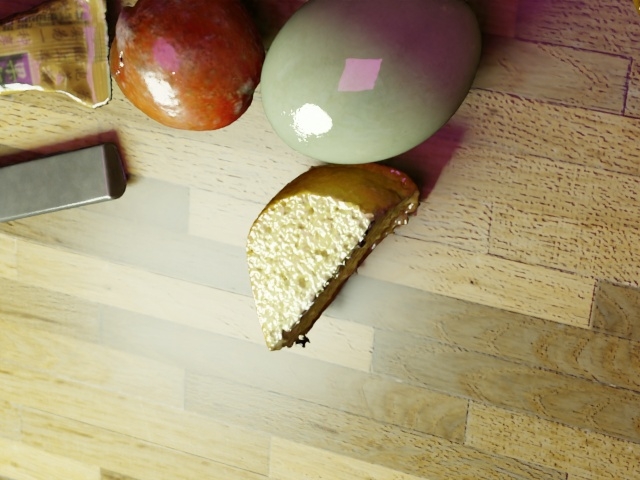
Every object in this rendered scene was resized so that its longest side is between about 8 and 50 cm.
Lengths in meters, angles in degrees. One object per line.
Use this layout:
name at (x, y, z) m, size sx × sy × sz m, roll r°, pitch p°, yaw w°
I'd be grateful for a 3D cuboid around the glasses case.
glasses case at (-0.330, -0.072, 1.809) m, size 0.190 × 0.042 × 0.072 m, roll -10°, pitch 99°, yaw 28°

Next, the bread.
bread at (-0.009, -0.002, 1.643) m, size 0.134 × 0.129 × 0.260 m, roll 42°, pitch 121°, yaw 12°

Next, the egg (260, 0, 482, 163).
egg at (0.051, -0.177, 1.505) m, size 0.253 × 0.186 × 0.186 m, roll -24°, pitch 99°, yaw 33°

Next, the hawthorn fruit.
hawthorn fruit at (-0.142, -0.204, 1.597) m, size 0.173 × 0.173 × 0.173 m, roll 9°, pitch 114°, yaw 21°

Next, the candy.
candy at (-0.364, -0.215, 1.736) m, size 0.271 × 0.101 × 0.143 m, roll -6°, pitch 103°, yaw 20°

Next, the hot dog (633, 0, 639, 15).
hot dog at (0.344, -0.269, 1.408) m, size 0.090 × 0.060 × 0.140 m, roll 11°, pitch 111°, yaw 16°
